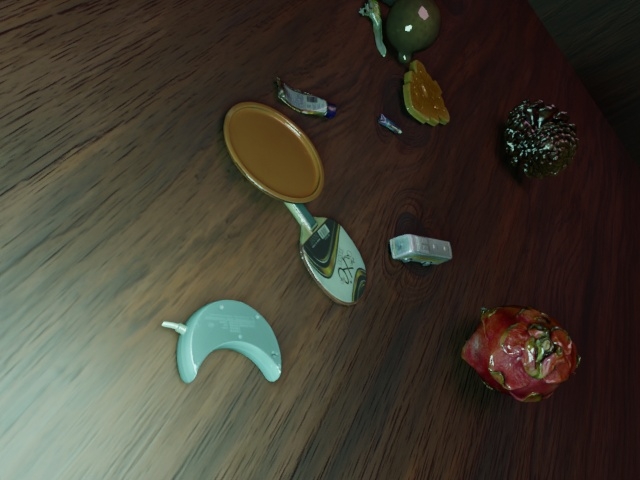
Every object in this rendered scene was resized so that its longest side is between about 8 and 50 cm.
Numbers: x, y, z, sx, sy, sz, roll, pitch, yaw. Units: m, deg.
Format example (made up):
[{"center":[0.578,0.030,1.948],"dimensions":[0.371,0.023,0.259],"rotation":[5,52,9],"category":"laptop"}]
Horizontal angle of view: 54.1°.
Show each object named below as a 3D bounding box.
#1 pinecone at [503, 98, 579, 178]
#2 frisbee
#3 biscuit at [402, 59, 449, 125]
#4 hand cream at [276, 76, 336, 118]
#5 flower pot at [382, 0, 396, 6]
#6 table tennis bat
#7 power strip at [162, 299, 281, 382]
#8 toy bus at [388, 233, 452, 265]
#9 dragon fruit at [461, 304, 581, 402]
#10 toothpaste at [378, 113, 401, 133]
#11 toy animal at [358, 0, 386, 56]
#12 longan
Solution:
[{"center":[0.737,-0.357,2.124],"dimensions":[0.246,0.246,0.292],"rotation":[34,34,-29],"category":"pinecone"},{"center":[-0.092,-0.177,1.272],"dimensions":[0.250,0.021,0.251],"rotation":[27,42,-27],"category":"frisbee"},{"center":[0.296,-0.415,1.833],"dimensions":[0.238,0.041,0.212],"rotation":[-42,106,-50],"category":"biscuit"},{"center":[-0.035,-0.319,1.433],"dimensions":[0.163,0.039,0.062],"rotation":[15,59,-34],"category":"hand cream"},{"center":[0.214,-0.845,1.942],"dimensions":[0.108,0.103,0.229],"rotation":[5,65,-44],"category":"flower pot"},{"center":[0.000,0.000,1.296],"dimensions":[0.301,0.022,0.173],"rotation":[55,38,-10],"category":"table tennis bat"},{"center":[-0.158,0.163,1.014],"dimensions":[0.215,0.044,0.137],"rotation":[14,59,-42],"category":"power strip"},{"center":[0.241,0.022,1.498],"dimensions":[0.171,0.072,0.058],"rotation":[10,66,-43],"category":"toy bus"},{"center":[0.465,0.259,1.476],"dimensions":[0.250,0.250,0.315],"rotation":[42,1,-22],"category":"dragon fruit"},{"center":[0.185,-0.307,1.669],"dimensions":[0.083,0.019,0.027],"rotation":[28,74,-33],"category":"toothpaste"},{"center":[0.150,-0.635,1.805],"dimensions":[0.075,0.041,0.217],"rotation":[13,64,-44],"category":"toy animal"},{"center":[0.271,-0.620,1.840],"dimensions":[0.184,0.159,0.205],"rotation":[4,102,-59],"category":"longan"}]
